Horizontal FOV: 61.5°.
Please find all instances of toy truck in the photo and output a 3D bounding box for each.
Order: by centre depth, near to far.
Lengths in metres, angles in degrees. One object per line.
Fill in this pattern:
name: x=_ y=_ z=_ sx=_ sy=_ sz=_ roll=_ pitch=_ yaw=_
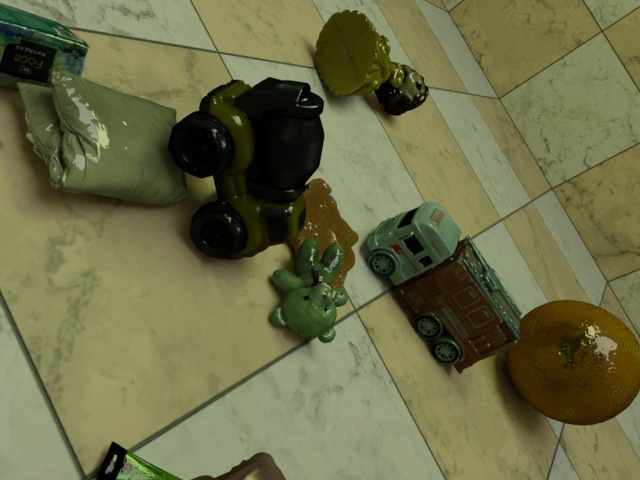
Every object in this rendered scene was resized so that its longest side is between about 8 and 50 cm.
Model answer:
toy truck: x=-0.072 y=-0.083 z=0.665 sx=0.147 sy=0.165 sz=0.224 roll=-62 pitch=153 yaw=-58
toy truck: x=0.232 y=0.075 z=0.989 sx=0.305 sy=0.162 sz=0.136 roll=53 pitch=33 yaw=-7

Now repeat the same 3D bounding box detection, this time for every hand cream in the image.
hand cream: x=-0.145 y=0.226 z=0.494 sx=0.122 sy=0.023 sz=0.036 roll=39 pitch=38 yaw=-26

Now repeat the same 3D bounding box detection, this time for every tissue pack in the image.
tissue pack: x=-0.324 y=-0.201 z=0.568 sx=0.085 sy=0.079 sz=0.111 roll=38 pitch=22 yaw=30

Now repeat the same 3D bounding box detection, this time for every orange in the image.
orange: x=0.533 y=0.255 z=1.142 sx=0.274 sy=0.274 sz=0.274 roll=33 pitch=40 yaw=-34

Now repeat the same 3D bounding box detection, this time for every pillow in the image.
pillow: x=-0.231 y=-0.108 z=0.610 sx=0.181 sy=0.078 sz=0.134 roll=2 pitch=66 yaw=-59

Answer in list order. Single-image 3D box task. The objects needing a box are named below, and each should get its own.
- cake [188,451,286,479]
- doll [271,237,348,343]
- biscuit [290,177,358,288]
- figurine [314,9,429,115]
cake: x=-0.117 y=0.297 z=0.278 sx=0.309 sy=0.237 sz=0.230 roll=-17 pitch=77 yaw=-58
doll: x=-0.009 y=0.061 z=0.748 sx=0.115 sy=0.077 sz=0.150 roll=18 pitch=56 yaw=-14
biscuit: x=0.000 y=0.000 z=0.863 sx=0.162 sy=0.035 sz=0.250 roll=27 pitch=43 yaw=-29
figurine: x=0.151 y=-0.389 z=1.256 sx=0.315 sy=0.168 sz=0.187 roll=6 pitch=32 yaw=-49
